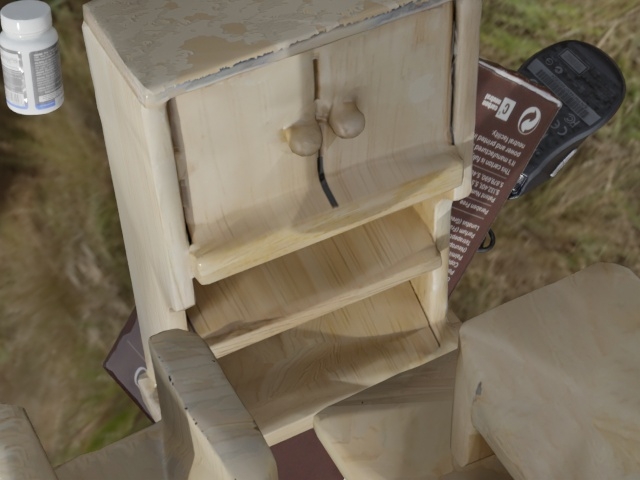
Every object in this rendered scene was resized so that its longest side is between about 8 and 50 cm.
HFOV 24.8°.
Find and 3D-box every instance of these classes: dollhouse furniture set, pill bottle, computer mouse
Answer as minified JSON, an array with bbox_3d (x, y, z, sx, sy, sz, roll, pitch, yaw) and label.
[{"bbox_3d":[0.062,0.086,0.582,0.394,0.362,0.256,53,158,39],"label":"dollhouse furniture set"},{"bbox_3d":[-0.384,-0.243,1.927,0.078,0.078,0.137,14,125,19],"label":"pill bottle"},{"bbox_3d":[0.149,-0.111,1.360,0.184,0.262,0.060,40,159,12],"label":"computer mouse"}]

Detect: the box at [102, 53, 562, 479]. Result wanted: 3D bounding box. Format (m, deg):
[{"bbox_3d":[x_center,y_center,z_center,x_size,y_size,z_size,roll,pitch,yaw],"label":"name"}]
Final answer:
[{"bbox_3d":[0.000,0.000,1.153,0.191,0.143,0.381,39,106,43],"label":"box"}]
